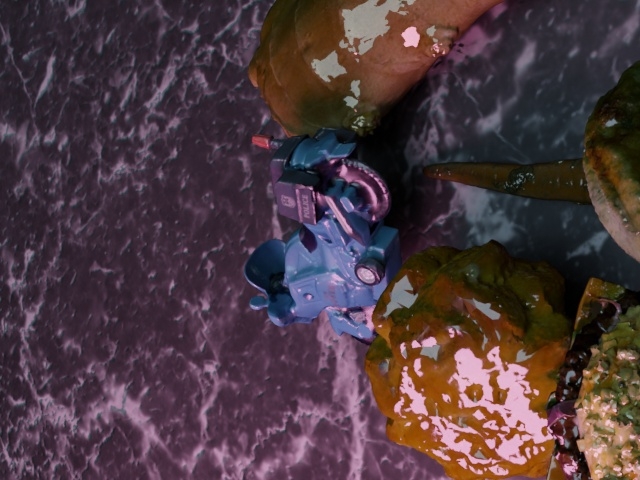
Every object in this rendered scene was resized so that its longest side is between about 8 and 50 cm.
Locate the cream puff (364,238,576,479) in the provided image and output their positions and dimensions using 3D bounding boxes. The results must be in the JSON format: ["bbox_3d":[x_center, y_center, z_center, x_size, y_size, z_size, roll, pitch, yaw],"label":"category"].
[{"bbox_3d":[0.159,0.117,1.241,0.244,0.196,0.244,3,95,38],"label":"cream puff"}]

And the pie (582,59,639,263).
[{"bbox_3d":[0.356,-0.080,1.091,0.277,0.078,0.277,-16,54,24],"label":"pie"}]

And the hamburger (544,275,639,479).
[{"bbox_3d":[0.310,0.144,1.097,0.138,0.243,0.262,156,125,-65],"label":"hamburger"}]

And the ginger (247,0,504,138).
[{"bbox_3d":[0.083,-0.251,1.358,0.375,0.166,0.236,-31,42,14],"label":"ginger"}]

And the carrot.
[{"bbox_3d":[0.203,-0.063,1.301,0.254,0.049,0.049,6,95,41],"label":"carrot"}]

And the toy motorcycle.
[{"bbox_3d":[0.000,0.000,1.367,0.182,0.124,0.272,15,135,24],"label":"toy motorcycle"}]
